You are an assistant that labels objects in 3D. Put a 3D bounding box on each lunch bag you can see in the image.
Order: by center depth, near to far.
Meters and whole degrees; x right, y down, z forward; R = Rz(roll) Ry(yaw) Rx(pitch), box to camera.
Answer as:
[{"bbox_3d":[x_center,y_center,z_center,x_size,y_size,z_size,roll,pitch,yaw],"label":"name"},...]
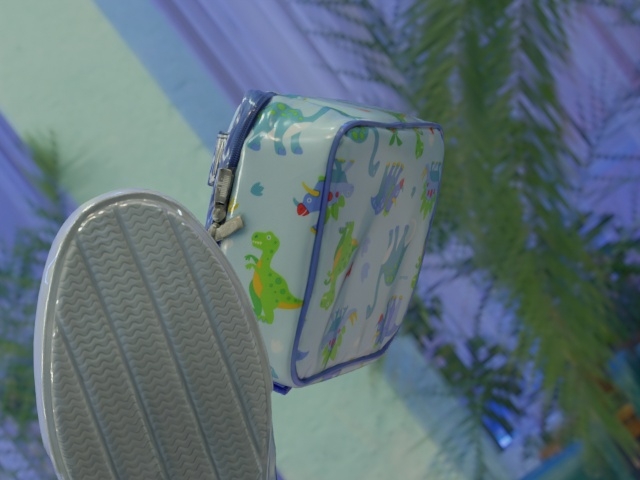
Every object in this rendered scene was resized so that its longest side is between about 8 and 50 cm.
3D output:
[{"bbox_3d":[0.000,0.000,1.009,0.219,0.090,0.176,-10,-68,-68],"label":"lunch bag"}]

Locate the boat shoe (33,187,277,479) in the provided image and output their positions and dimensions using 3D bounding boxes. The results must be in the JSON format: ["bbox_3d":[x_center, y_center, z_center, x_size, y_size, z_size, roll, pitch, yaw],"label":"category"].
[{"bbox_3d":[-0.071,0.123,0.771,0.109,0.302,0.094,-14,8,-16],"label":"boat shoe"}]
